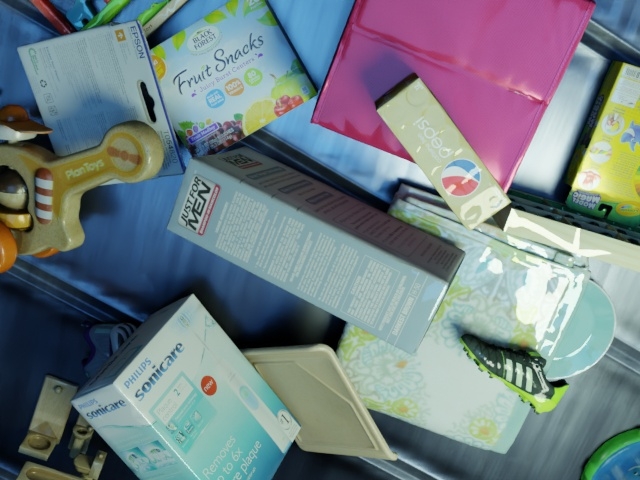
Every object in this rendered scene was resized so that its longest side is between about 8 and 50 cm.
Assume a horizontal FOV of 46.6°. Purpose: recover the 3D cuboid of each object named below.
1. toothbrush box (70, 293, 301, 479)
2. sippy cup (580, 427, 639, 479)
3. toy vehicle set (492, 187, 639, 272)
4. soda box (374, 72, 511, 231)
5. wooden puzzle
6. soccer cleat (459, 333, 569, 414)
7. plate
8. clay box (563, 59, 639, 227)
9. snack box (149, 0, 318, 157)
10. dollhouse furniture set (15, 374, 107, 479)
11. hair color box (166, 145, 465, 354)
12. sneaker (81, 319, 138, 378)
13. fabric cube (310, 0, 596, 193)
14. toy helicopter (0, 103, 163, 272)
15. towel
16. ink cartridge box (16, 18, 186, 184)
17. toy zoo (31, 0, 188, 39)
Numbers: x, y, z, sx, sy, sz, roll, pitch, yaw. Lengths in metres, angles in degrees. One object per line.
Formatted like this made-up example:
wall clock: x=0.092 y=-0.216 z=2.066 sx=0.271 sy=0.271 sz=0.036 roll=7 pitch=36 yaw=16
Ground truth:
toothbrush box: x=-0.197 y=0.268 z=1.146 sx=0.126 sy=0.216 sz=0.295 roll=-27 pitch=106 yaw=37
sippy cup: x=0.571 y=0.462 z=1.205 sx=0.240 sy=0.224 sz=0.305 roll=15 pitch=108 yaw=-3
toy vehicle set: x=0.380 y=-0.016 z=1.087 sx=0.267 sy=0.166 sz=0.035 roll=16 pitch=107 yaw=-5
soda box: x=0.140 y=-0.103 z=0.856 sx=0.061 sy=0.058 sz=0.181 roll=-36 pitch=104 yaw=13
wooden puzzle: x=-0.005 y=0.254 z=1.189 sx=0.221 sy=0.044 sz=0.238 roll=-13 pitch=116 yaw=49
soccer cleat: x=0.284 y=0.183 z=1.095 sx=0.179 sy=0.060 sz=0.072 roll=37 pitch=98 yaw=-8
plate: x=0.384 y=0.138 z=1.210 sx=0.188 sy=0.024 sz=0.188 roll=0 pitch=108 yaw=0
clay box: x=0.455 y=-0.141 z=1.104 sx=0.127 sy=0.053 sz=0.222 roll=17 pitch=108 yaw=-4
snack box: x=-0.134 y=-0.237 z=1.074 sx=0.207 sy=0.070 sz=0.174 roll=-28 pitch=103 yaw=8
dollhouse furniture set: x=-0.420 y=0.329 z=1.218 sx=0.144 sy=0.151 sz=0.123 roll=21 pitch=107 yaw=-8
hair color box: x=0.000 y=0.000 z=1.036 sx=0.375 sy=0.185 sz=0.113 roll=27 pitch=108 yaw=11
sneaker: x=-0.347 y=0.238 z=1.238 sx=0.098 sy=0.083 sz=0.223 roll=7 pitch=104 yaw=20
fabric cube: x=0.153 y=-0.241 z=0.974 sx=0.258 sy=0.254 sz=0.259 roll=21 pitch=107 yaw=-4
toy helicopter: x=-0.375 y=-0.103 z=1.050 sx=0.355 sy=0.140 sz=0.235 roll=-15 pitch=97 yaw=25
towel: x=0.209 y=0.128 z=1.165 sx=0.321 sy=0.090 sz=0.374 roll=20 pitch=107 yaw=4
ink cartridge box: x=-0.302 y=-0.191 z=1.062 sx=0.224 sy=0.045 sz=0.223 roll=-3 pitch=113 yaw=25
toy zoo: x=-0.341 y=-0.404 z=1.045 sx=0.192 sy=0.030 sz=0.293 roll=-39 pitch=103 yaw=12
